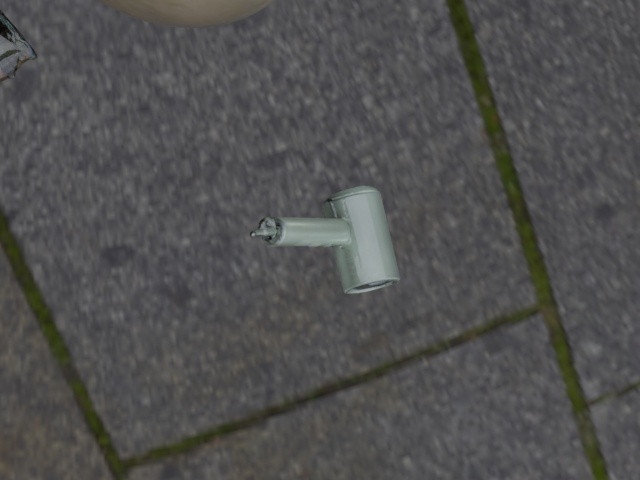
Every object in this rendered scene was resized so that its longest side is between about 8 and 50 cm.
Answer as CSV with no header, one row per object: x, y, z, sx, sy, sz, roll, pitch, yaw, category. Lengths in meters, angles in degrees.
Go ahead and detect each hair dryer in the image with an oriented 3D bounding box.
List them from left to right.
0.000,0.000,1.092,0.038,0.063,0.124,-22,167,35,hair dryer

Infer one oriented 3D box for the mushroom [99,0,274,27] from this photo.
-0.082,-0.303,1.187,0.290,0.292,0.292,-38,123,-28,mushroom

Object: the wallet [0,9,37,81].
-0.352,-0.079,1.132,0.317,0.044,0.169,-40,82,-11,wallet
